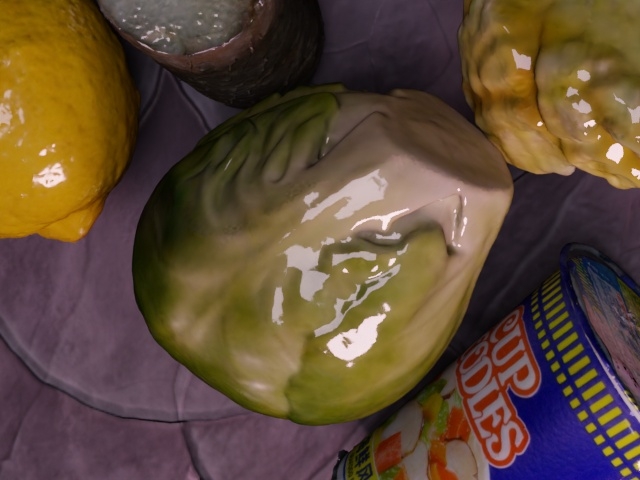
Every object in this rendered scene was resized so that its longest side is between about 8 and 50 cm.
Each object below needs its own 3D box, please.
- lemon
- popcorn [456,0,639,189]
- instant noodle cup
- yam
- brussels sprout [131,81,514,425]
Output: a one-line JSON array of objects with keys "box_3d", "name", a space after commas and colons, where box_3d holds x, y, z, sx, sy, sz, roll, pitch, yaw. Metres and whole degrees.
[{"box_3d": [-0.284, -0.128, 1.444, 0.234, 0.233, 0.288, -20, 101, 12], "name": "lemon"}, {"box_3d": [0.285, -0.183, 1.325, 0.334, 0.293, 0.292, 1, 105, -11], "name": "popcorn"}, {"box_3d": [0.189, 0.200, 1.442, 0.312, 0.284, 0.284, -37, 94, 21], "name": "instant noodle cup"}, {"box_3d": [-0.090, -0.208, 1.391, 0.161, 0.268, 0.161, -1, 86, 12], "name": "yam"}, {"box_3d": [0.002, 0.005, 1.378, 0.281, 0.289, 0.355, 46, 126, -6], "name": "brussels sprout"}]
